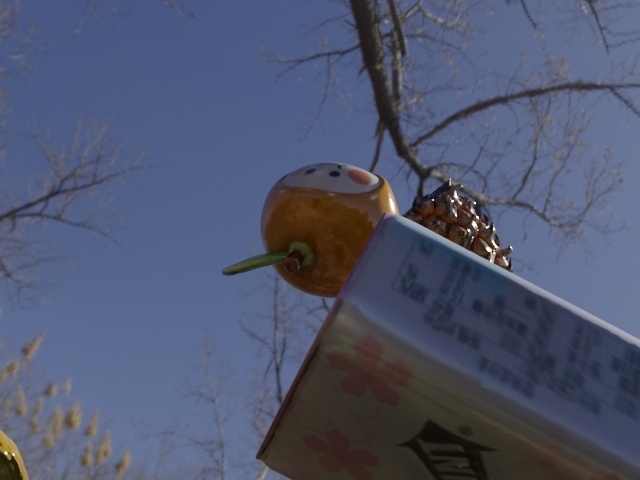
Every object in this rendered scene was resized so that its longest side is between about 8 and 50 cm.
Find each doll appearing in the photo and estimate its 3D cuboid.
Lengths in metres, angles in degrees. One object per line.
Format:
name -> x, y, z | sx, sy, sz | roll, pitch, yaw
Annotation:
doll -> 0.000, 0.000, 1.132 | 0.213, 0.236, 0.213 | 15, -58, 24

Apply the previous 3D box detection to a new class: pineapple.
pineapple -> 0.218, 0.078, 1.585 | 0.352, 0.352, 0.300 | -36, -97, 50

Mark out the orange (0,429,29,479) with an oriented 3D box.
orange -> -0.374, 0.283, 0.676 | 0.262, 0.334, 0.196 | -5, 4, -7

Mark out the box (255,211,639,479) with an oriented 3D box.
box -> 0.156, 0.147, 0.451 | 0.370, 0.112, 0.190 | 28, -39, 6
